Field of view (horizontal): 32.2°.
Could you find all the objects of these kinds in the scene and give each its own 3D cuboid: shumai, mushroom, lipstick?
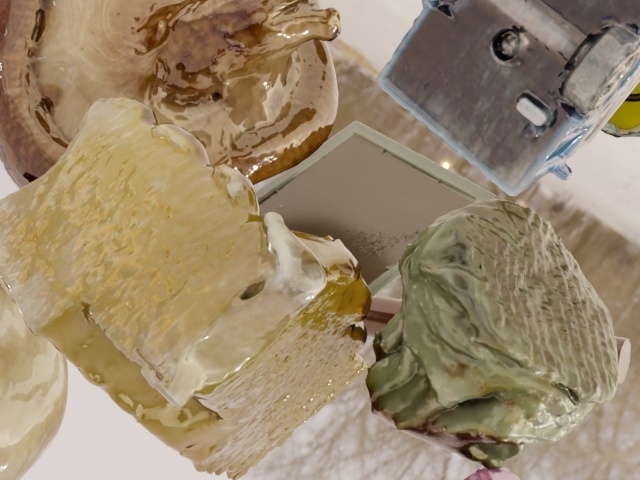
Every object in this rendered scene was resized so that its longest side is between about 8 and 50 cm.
[{"bbox_3d":[0.111,0.070,0.779,0.184,0.142,0.184,30,-136,-34],"label":"shumai"},{"bbox_3d":[-0.153,-0.177,1.046,0.345,0.345,0.259,36,161,-1],"label":"mushroom"},{"bbox_3d":[-0.341,0.133,1.010,0.184,0.255,0.255,-8,177,14],"label":"mushroom"},{"bbox_3d":[0.180,0.111,1.303,0.356,0.057,0.057,8,173,29],"label":"lipstick"}]

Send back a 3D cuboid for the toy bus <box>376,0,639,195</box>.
[{"bbox_3d":[0.156,-0.166,0.502,0.106,0.297,0.131,42,-153,14],"label":"toy bus"}]

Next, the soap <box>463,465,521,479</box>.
[{"bbox_3d":[0.116,0.295,0.686,0.081,0.181,0.259,25,-154,-56],"label":"soap"}]

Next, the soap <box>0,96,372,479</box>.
[{"bbox_3d":[-0.029,0.089,0.732,0.339,0.169,0.304,49,173,-37],"label":"soap"}]

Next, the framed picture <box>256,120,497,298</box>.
[{"bbox_3d":[0.000,0.000,1.133,0.232,0.296,0.019,36,155,44],"label":"framed picture"}]

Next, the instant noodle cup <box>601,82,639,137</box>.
[{"bbox_3d":[0.361,-0.185,0.957,0.236,0.216,0.215,1,-154,-29],"label":"instant noodle cup"}]
